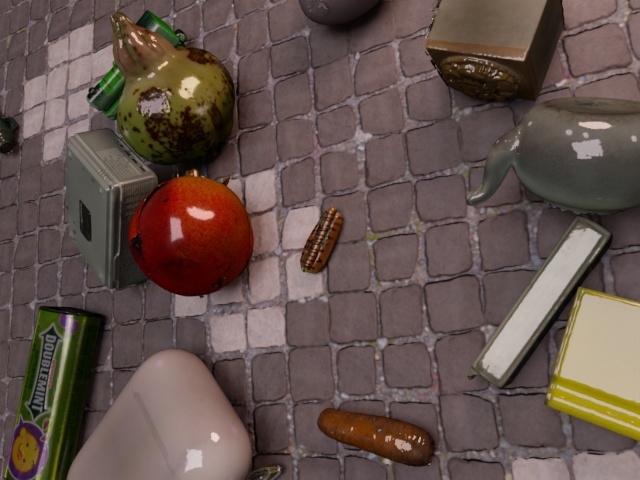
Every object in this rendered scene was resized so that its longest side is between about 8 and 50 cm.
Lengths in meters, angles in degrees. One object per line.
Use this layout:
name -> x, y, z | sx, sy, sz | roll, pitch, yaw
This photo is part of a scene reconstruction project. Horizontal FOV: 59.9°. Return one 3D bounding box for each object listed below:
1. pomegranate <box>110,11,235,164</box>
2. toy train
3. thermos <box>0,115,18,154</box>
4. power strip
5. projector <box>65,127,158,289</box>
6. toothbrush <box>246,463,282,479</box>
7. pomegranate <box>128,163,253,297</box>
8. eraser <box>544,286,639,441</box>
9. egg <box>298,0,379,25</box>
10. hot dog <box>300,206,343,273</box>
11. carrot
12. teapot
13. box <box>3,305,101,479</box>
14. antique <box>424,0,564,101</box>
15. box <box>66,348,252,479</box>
pomegranate -> -0.265, -0.273, 0.999 | 0.203, 0.277, 0.222 | 11, 48, 10
toy train -> -0.383, -0.354, 1.159 | 0.251, 0.119, 0.085 | -43, 65, 13
thermos -> -0.835, -0.283, 1.420 | 0.187, 0.083, 0.073 | 42, 122, 27
power strip -> 0.290, 0.085, 0.730 | 0.052, 0.078, 0.272 | 36, 97, 28
projector -> -0.404, -0.057, 1.055 | 0.192, 0.099, 0.257 | 43, 134, 29
toothbrush -> -0.214, 0.456, 0.954 | 0.375, 0.037, 0.028 | -32, 64, 22
pomegranate -> -0.216, -0.019, 0.955 | 0.210, 0.210, 0.235 | -14, 54, 25
eraser -> 0.397, 0.160, 0.662 | 0.226, 0.069, 0.158 | 17, 89, 30
egg -> 0.045, -0.453, 0.932 | 0.198, 0.146, 0.147 | -38, 65, 24
hot dog -> 0.000, 0.000, 0.927 | 0.049, 0.037, 0.122 | 23, 93, 27
carrot -> 0.076, 0.283, 0.815 | 0.186, 0.060, 0.060 | 6, 83, 30
teapot -> 0.337, -0.103, 0.689 | 0.294, 0.193, 0.130 | 0, 115, 4
box -> -0.540, 0.307, 1.119 | 0.134, 0.097, 0.346 | 5, 82, 27
antique -> 0.246, -0.285, 0.792 | 0.151, 0.146, 0.148 | 19, 91, 29
box -> -0.276, 0.378, 0.921 | 0.349, 0.141, 0.288 | -54, 48, 8
